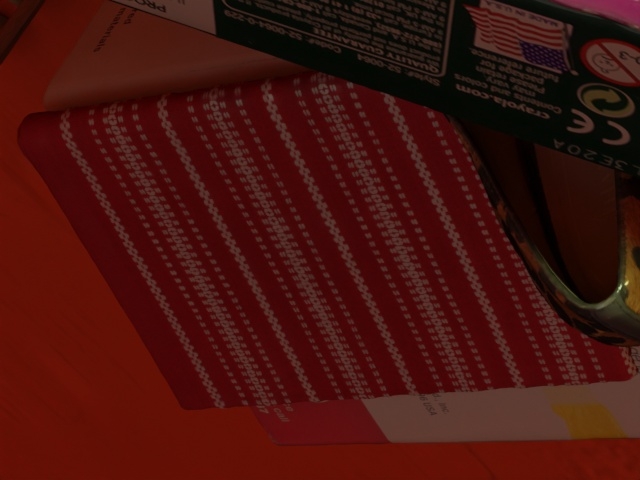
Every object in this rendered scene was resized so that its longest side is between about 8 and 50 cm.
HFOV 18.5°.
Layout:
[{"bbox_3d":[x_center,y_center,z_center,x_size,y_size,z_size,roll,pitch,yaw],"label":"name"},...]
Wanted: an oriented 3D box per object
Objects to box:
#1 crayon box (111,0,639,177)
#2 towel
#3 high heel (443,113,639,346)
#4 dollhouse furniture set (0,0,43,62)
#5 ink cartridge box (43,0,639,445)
[{"bbox_3d":[0.084,-0.201,0.704,0.363,0.313,0.106,19,157,9],"label":"crayon box"},{"bbox_3d":[0.000,0.000,0.956,0.275,0.031,0.199,-6,128,31],"label":"towel"},{"bbox_3d":[0.061,-0.083,0.733,0.093,0.186,0.261,-37,96,21],"label":"high heel"},{"bbox_3d":[-0.257,-0.130,1.134,0.151,0.123,0.144,33,141,-9],"label":"dollhouse furniture set"},{"bbox_3d":[0.101,-0.041,1.005,0.384,0.160,0.279,-4,132,33],"label":"ink cartridge box"}]
